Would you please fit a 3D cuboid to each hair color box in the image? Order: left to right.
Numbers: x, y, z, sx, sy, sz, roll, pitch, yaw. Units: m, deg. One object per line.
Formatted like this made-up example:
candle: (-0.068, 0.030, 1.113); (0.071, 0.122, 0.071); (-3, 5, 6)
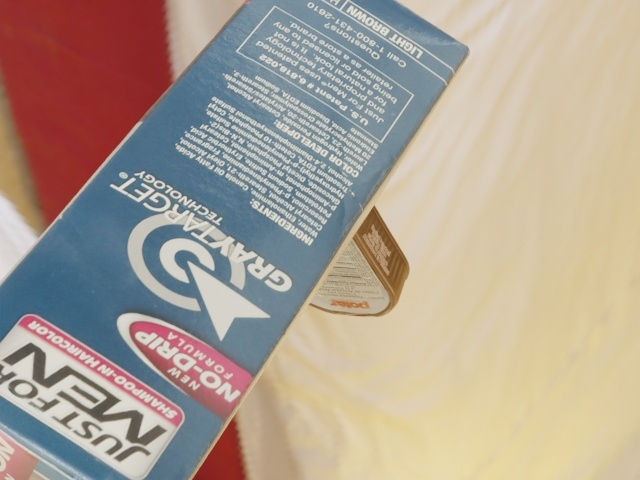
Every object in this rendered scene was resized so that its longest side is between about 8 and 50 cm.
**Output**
hair color box: (-0.067, 0.029, 0.850); (0.174, 0.105, 0.347); (-58, 179, 42)

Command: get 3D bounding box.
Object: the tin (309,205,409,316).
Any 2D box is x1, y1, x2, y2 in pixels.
tin: (0.000, 0.000, 1.506); (0.189, 0.106, 0.040); (56, 49, -48)
